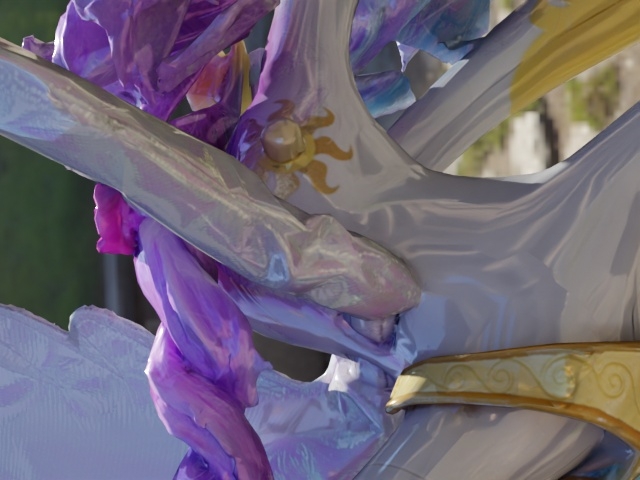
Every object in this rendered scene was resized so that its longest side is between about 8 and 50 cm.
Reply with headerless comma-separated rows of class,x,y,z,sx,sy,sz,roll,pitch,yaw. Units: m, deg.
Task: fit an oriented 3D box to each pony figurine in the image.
pony figurine,0.000,0.000,0.545,0.363,0.351,0.303,-54,-27,-28
